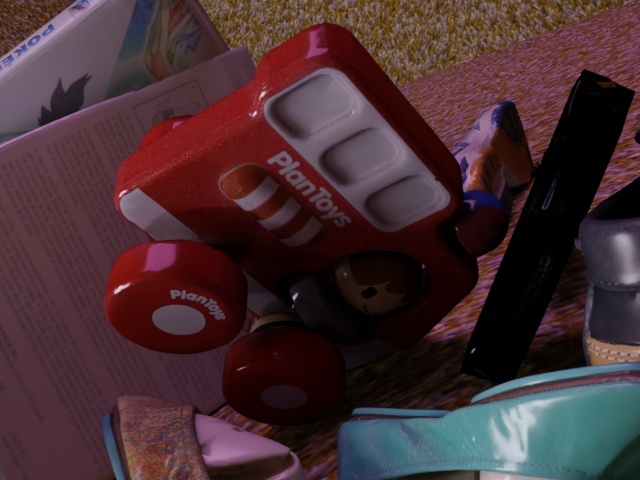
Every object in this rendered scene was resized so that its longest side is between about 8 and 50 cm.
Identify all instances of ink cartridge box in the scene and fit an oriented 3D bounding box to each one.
[{"bbox_3d":[-0.180,0.027,0.804,0.385,0.308,0.091,-32,17,-30],"label":"ink cartridge box"}]

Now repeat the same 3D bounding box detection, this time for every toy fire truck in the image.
[{"bbox_3d":[0.000,0.000,0.651,0.254,0.302,0.169,-25,42,28],"label":"toy fire truck"}]

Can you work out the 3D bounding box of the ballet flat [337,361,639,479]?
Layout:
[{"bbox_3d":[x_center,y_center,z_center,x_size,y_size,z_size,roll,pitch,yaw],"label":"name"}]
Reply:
[{"bbox_3d":[0.088,0.123,0.436,0.247,0.083,0.087,-28,49,55],"label":"ballet flat"}]

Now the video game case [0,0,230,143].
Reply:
[{"bbox_3d":[-0.199,-0.086,0.875,0.300,0.329,0.036,-38,50,-2],"label":"video game case"}]

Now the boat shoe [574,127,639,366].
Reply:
[{"bbox_3d":[0.316,-0.047,0.580,0.187,0.156,0.500,-12,17,46],"label":"boat shoe"}]

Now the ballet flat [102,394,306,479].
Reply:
[{"bbox_3d":[-0.047,0.168,0.465,0.123,0.123,0.348,-26,19,-9],"label":"ballet flat"}]

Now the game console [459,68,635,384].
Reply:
[{"bbox_3d":[0.178,-0.014,0.695,0.044,0.213,0.361,22,8,11],"label":"game console"}]

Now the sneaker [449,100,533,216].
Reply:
[{"bbox_3d":[0.179,-0.089,1.058,0.131,0.112,0.296,-16,15,31],"label":"sneaker"}]
